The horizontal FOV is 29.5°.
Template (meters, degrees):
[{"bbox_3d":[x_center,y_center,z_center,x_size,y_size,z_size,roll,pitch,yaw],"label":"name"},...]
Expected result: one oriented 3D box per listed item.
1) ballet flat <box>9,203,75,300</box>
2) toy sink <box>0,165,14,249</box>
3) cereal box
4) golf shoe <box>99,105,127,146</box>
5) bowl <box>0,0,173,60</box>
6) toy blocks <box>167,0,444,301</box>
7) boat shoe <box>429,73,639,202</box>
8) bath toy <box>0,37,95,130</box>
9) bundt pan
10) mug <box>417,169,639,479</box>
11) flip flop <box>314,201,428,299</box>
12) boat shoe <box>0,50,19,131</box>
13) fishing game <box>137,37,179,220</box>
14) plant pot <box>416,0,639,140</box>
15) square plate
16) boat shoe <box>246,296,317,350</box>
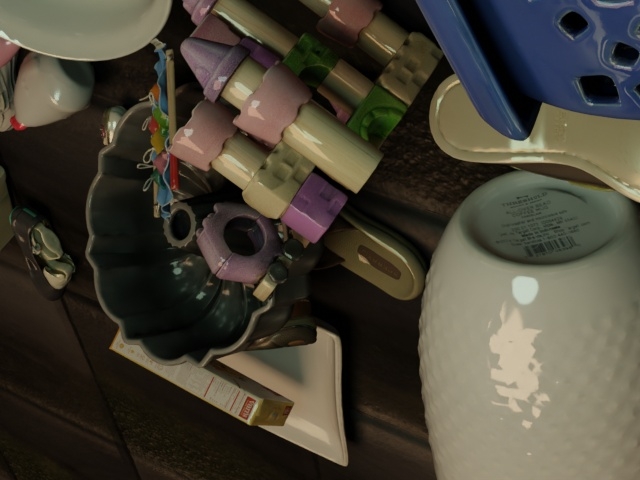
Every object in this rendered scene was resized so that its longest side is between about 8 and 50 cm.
[{"bbox_3d":[-0.438,0.029,1.959,0.074,0.074,0.203,16,139,30],"label":"ballet flat"},{"bbox_3d":[-0.584,-0.074,1.914,0.152,0.131,0.234,29,151,13],"label":"toy sink"},{"bbox_3d":[-0.167,0.196,1.760,0.240,0.047,0.173,26,178,16],"label":"cereal box"},{"bbox_3d":[-0.222,-0.105,1.601,0.085,0.067,0.186,-14,126,19],"label":"golf shoe"},{"bbox_3d":[-0.274,-0.336,1.258,0.297,0.134,0.298,12,145,8],"label":"bowl"},{"bbox_3d":[-0.051,-0.158,1.159,0.260,0.289,0.309,35,150,-3],"label":"toy blocks"},{"bbox_3d":[0.262,-0.097,1.103,0.324,0.096,0.117,10,98,31],"label":"boat shoe"},{"bbox_3d":[-0.438,-0.258,1.495,0.129,0.151,0.348,-38,123,23],"label":"bath toy"},{"bbox_3d":[-0.126,-0.018,1.436,0.330,0.124,0.331,-1,89,38],"label":"bundt pan"},{"bbox_3d":[0.281,0.100,1.212,0.374,0.276,0.328,-6,127,8],"label":"mug"},{"bbox_3d":[0.000,0.000,1.487,0.277,0.080,0.112,32,147,13],"label":"flip flop"},{"bbox_3d":[-0.462,-0.216,1.669,0.083,0.076,0.226,31,147,10],"label":"boat shoe"},{"bbox_3d":[-0.174,-0.115,1.281,0.041,0.189,0.264,-1,179,-11],"label":"fishing game"},{"bbox_3d":[0.186,-0.222,0.857,0.212,0.236,0.236,-13,125,34],"label":"plant pot"},{"bbox_3d":[-0.104,0.168,1.826,0.347,0.049,0.344,23,145,22],"label":"square plate"},{"bbox_3d":[-0.111,0.083,1.608,0.324,0.122,0.120,-8,88,54],"label":"boat shoe"}]
